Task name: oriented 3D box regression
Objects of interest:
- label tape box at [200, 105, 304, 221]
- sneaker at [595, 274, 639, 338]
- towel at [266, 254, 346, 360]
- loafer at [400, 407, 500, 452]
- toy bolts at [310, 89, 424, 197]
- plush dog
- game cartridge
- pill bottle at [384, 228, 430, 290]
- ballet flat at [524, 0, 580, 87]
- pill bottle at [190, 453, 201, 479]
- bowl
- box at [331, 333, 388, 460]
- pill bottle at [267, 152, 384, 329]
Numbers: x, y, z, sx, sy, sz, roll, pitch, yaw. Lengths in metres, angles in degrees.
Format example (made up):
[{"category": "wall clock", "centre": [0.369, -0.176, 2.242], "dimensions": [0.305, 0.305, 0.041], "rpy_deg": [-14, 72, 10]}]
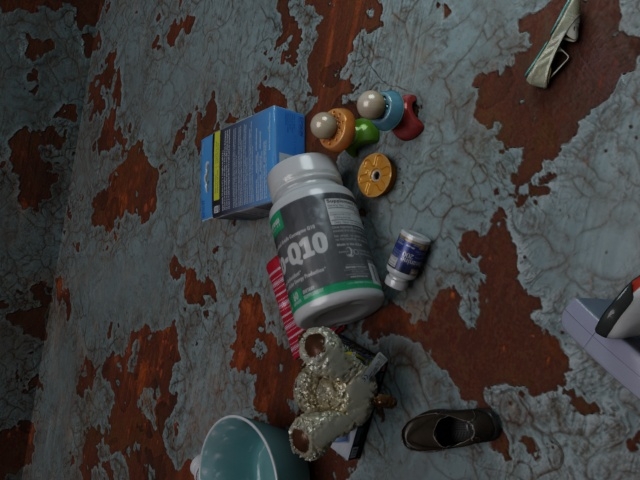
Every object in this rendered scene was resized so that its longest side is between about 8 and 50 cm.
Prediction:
[{"category": "label tape box", "centre": [-0.192, -0.190, 1.707], "dimensions": [0.347, 0.115, 0.249], "rpy_deg": [-12, 76, 48]}, {"category": "sneaker", "centre": [0.498, 0.097, 0.835], "dimensions": [0.145, 0.270, 0.090], "rpy_deg": [48, 142, 31]}, {"category": "towel", "centre": [-0.045, 0.134, 1.565], "dimensions": [0.199, 0.031, 0.275], "rpy_deg": [-40, 58, 37]}, {"category": "loafer", "centre": [0.231, 0.361, 1.205], "dimensions": [0.220, 0.078, 0.080], "rpy_deg": [-29, 64, 40]}, {"category": "toy bolts", "centre": [0.099, -0.225, 1.367], "dimensions": [0.228, 0.158, 0.218], "rpy_deg": [-34, 61, 39]}, {"category": "plush dog", "centre": [0.019, 0.311, 1.325], "dimensions": [0.225, 0.210, 0.263], "rpy_deg": [-1, 81, 64]}, {"category": "game cartridge", "centre": [0.486, 0.188, 0.874], "dimensions": [0.297, 0.198, 0.062], "rpy_deg": [47, 122, 40]}, {"category": "pill bottle", "centre": [0.178, 0.042, 1.314], "dimensions": [0.067, 0.067, 0.120], "rpy_deg": [34, 109, 44]}, {"category": "ballet flat", "centre": [0.429, -0.352, 1.125], "dimensions": [0.052, 0.057, 0.168], "rpy_deg": [32, 114, 15]}, {"category": "pill bottle", "centre": [-0.289, 0.643, 1.712], "dimensions": [0.152, 0.086, 0.086], "rpy_deg": [16, 97, 47]}, {"category": "bowl", "centre": [-0.142, 0.571, 1.511], "dimensions": [0.311, 0.163, 0.312], "rpy_deg": [-7, 80, 45]}, {"category": "box", "centre": [0.053, 0.349, 1.421], "dimensions": [0.159, 0.044, 0.233], "rpy_deg": [24, 102, 45]}, {"category": "pill bottle", "centre": [0.000, 0.000, 1.409], "dimensions": [0.204, 0.204, 0.361], "rpy_deg": [-35, 60, 38]}]
